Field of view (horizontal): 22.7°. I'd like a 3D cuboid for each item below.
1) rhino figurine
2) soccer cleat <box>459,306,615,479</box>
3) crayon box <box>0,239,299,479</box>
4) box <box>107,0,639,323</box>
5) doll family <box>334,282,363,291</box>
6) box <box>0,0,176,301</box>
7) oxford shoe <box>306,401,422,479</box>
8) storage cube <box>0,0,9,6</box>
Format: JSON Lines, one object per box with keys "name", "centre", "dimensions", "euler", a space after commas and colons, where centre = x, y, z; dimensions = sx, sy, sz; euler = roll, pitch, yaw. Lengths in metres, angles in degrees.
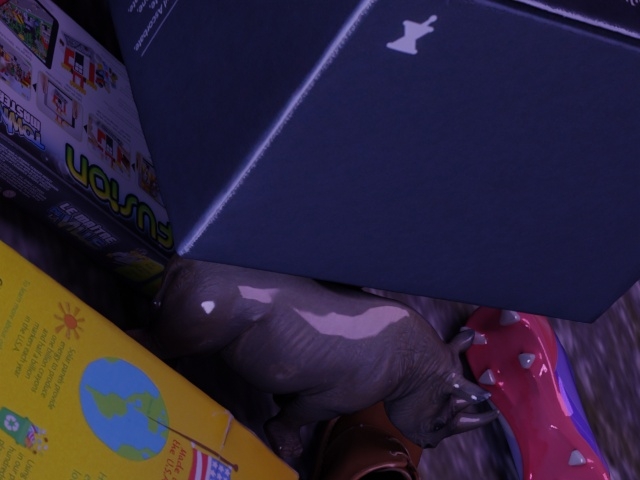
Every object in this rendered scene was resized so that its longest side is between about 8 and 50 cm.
{"name": "rhino figurine", "centre": [0.004, 0.067, 0.889], "dimensions": [0.243, 0.106, 0.073], "euler": [21, 32, -26]}
{"name": "soccer cleat", "centre": [0.175, 0.156, 1.168], "dimensions": [0.095, 0.083, 0.248], "euler": [6, 60, -60]}
{"name": "crayon box", "centre": [-0.158, 0.103, 0.672], "dimensions": [0.318, 0.081, 0.202], "euler": [40, 38, -23]}
{"name": "box", "centre": [0.047, -0.180, 0.921], "dimensions": [0.293, 0.212, 0.395], "euler": [11, 44, -34]}
{"name": "doll family", "centre": [0.000, 0.000, 1.022], "dimensions": [0.111, 0.076, 0.193], "euler": [52, 29, -10]}
{"name": "box", "centre": [-0.133, -0.057, 0.869], "dimensions": [0.207, 0.036, 0.114], "euler": [42, 36, -47]}
{"name": "oxford shoe", "centre": [0.034, 0.146, 0.964], "dimensions": [0.076, 0.076, 0.212], "euler": [56, 30, -11]}
{"name": "storage cube", "centre": [-0.221, -0.213, 0.729], "dimensions": [0.215, 0.193, 0.183], "euler": [26, 47, -47]}
